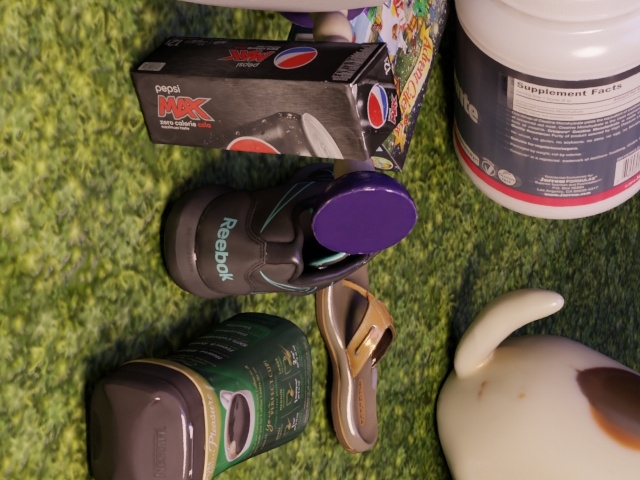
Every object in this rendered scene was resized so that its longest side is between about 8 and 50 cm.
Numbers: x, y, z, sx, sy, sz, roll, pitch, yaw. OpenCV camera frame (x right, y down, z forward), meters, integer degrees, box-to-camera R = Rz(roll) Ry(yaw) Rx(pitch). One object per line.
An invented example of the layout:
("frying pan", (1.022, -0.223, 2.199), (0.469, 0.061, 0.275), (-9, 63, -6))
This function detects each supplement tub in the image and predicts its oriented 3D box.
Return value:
("supplement tub", (0.210, -0.167, 1.449), (0.272, 0.191, 0.191), (85, 26, -51))

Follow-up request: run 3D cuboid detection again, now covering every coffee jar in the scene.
("coffee jar", (-0.080, 0.113, 1.136), (0.184, 0.079, 0.096), (-21, 116, -60))

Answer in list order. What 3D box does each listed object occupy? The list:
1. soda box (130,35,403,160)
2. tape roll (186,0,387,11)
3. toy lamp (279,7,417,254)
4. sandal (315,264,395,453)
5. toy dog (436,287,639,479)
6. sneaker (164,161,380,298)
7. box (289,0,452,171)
("soda box", (-0.035, -0.093, 1.089), (0.053, 0.169, 0.060), (-49, 135, -44))
("tape roll", (-0.059, -0.189, 0.977), (0.219, 0.219, 0.072), (13, 84, -61))
("toy lamp", (0.012, -0.122, 1.177), (0.080, 0.080, 0.275), (55, 20, -50))
("sandal", (0.036, 0.085, 1.372), (0.072, 0.049, 0.180), (-18, 104, -60))
("toy dog", (0.328, 0.227, 1.564), (0.284, 0.408, 0.395), (-29, 120, -57))
("sneaker", (0.000, 0.000, 1.229), (0.267, 0.106, 0.101), (-16, 105, -58))
("box", (0.050, -0.195, 1.360), (0.159, 0.044, 0.233), (48, 53, -54))
